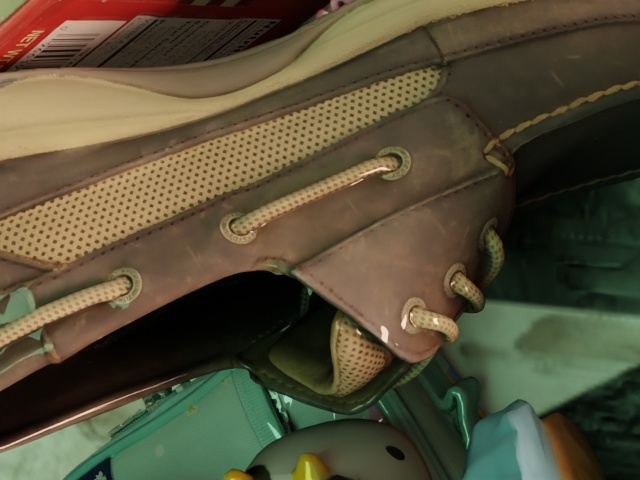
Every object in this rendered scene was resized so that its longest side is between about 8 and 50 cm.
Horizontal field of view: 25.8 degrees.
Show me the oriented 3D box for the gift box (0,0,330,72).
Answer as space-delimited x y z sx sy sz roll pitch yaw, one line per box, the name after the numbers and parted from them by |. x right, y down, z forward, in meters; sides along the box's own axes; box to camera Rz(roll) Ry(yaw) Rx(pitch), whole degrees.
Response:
-0.174 -0.158 0.568 0.255 0.276 0.258 -33 82 22 | gift box

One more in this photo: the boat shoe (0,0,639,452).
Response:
0.000 0.000 0.505 0.355 0.132 0.130 -15 68 -9 | boat shoe

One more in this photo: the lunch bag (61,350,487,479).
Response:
0.009 0.172 0.618 0.224 0.108 0.279 -37 82 26 | lunch bag

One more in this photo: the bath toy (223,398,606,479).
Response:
-0.061 0.158 0.519 0.348 0.129 0.151 -21 52 22 | bath toy

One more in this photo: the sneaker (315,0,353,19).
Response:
0.038 -0.099 0.600 0.057 0.047 0.119 43 116 1 | sneaker
